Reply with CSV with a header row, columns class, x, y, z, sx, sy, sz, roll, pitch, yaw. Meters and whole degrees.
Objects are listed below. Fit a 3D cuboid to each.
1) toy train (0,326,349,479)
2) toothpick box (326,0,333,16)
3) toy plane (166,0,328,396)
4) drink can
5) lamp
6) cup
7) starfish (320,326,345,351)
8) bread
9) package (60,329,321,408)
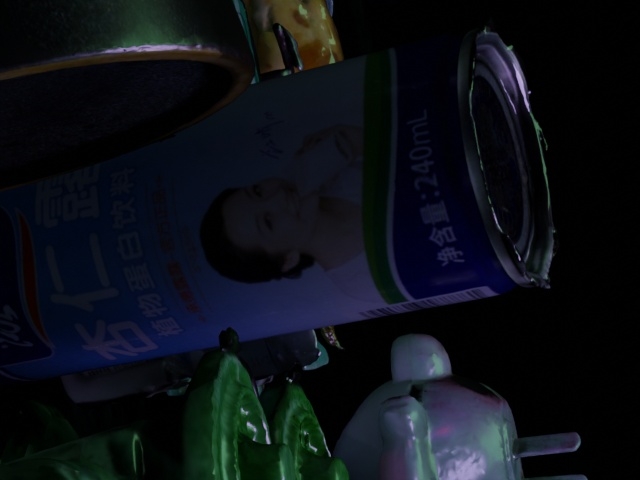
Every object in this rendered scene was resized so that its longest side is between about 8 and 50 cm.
class,x,y,z,sx,sy,sz,roll,pitch,yaw
toy train,-0.064,0.145,0.529,0.266,0.145,0.202,43,39,-76
toothpick box,-0.034,-0.258,1.480,0.153,0.101,0.101,-82,159,-63
toy plane,-0.069,-0.027,0.913,0.155,0.106,0.382,7,73,-72
drink can,-0.037,-0.007,0.544,0.097,0.235,0.097,-11,90,-67
lamp,0.120,0.248,1.342,0.301,0.247,0.247,-75,151,-56
cup,-0.146,-0.102,0.467,0.166,0.239,0.177,-13,84,-40
starfish,0.008,-0.001,1.565,0.213,0.057,0.238,-98,176,-83
bread,-0.052,-0.168,1.110,0.235,0.099,0.210,117,-38,-77
package,-0.080,-0.016,0.646,0.027,0.171,0.173,-11,88,-44
